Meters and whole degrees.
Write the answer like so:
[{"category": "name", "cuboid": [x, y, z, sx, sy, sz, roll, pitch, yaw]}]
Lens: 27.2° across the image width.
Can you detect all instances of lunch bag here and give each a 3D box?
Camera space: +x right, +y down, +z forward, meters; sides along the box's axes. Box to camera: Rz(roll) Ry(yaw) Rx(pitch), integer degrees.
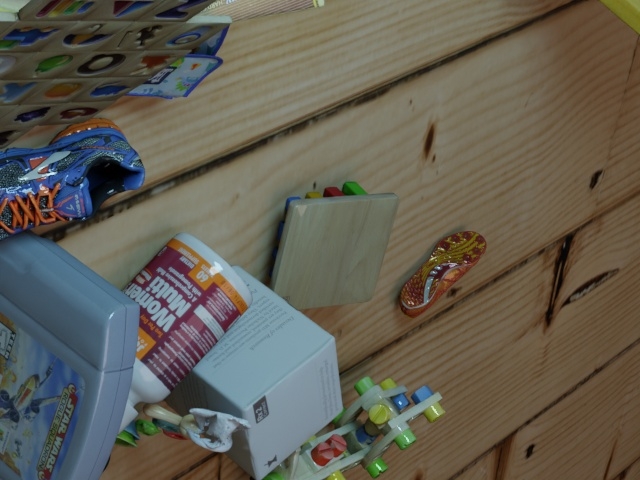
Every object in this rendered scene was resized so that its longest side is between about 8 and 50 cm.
[{"category": "lunch bag", "cuboid": [-0.162, -0.208, 1.290, 0.129, 0.096, 0.151, -3, 127, -43]}]

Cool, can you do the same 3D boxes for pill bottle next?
[{"category": "pill bottle", "cuboid": [-0.191, 0.107, 1.504, 0.221, 0.121, 0.121, -47, 147, -13]}]

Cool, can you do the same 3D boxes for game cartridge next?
[{"category": "game cartridge", "cuboid": [-0.291, 0.159, 1.349, 0.062, 0.198, 0.297, -3, 120, -52]}]

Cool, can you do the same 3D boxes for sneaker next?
[{"category": "sneaker", "cuboid": [-0.266, -0.051, 1.297, 0.221, 0.087, 0.083, -34, 141, -31]}, {"category": "sneaker", "cuboid": [0.181, 0.048, 2.012, 0.175, 0.064, 0.067, -38, 164, -17]}]

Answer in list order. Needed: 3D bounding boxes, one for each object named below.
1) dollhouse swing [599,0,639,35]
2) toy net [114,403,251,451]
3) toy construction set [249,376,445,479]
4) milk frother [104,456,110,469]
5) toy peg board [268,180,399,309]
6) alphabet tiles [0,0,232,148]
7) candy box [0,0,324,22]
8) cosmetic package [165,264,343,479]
[{"category": "dollhouse swing", "cuboid": [0.461, -0.448, 1.695, 0.347, 0.305, 0.315, -21, 134, -41]}, {"category": "toy net", "cuboid": [-0.170, 0.229, 1.556, 0.122, 0.232, 0.045, 39, 59, -45]}, {"category": "toy construction set", "cuboid": [0.013, 0.290, 1.906, 0.328, 0.151, 0.215, 5, 139, -46]}, {"category": "milk frother", "cuboid": [-0.291, 0.274, 1.501, 0.129, 0.143, 0.134, -54, 146, -16]}, {"category": "toy peg board", "cuboid": [0.000, 0.000, 1.721, 0.161, 0.079, 0.161, -5, 123, -32]}, {"category": "alphabet tiles", "cuboid": [-0.246, -0.138, 1.106, 0.343, 0.011, 0.285, -25, 170, 41]}, {"category": "candy box", "cuboid": [-0.155, -0.272, 1.137, 0.317, 0.087, 0.182, -15, 117, -26]}, {"category": "cosmetic package", "cuboid": [-0.091, 0.161, 1.625, 0.151, 0.184, 0.151, -38, 144, -26]}]
